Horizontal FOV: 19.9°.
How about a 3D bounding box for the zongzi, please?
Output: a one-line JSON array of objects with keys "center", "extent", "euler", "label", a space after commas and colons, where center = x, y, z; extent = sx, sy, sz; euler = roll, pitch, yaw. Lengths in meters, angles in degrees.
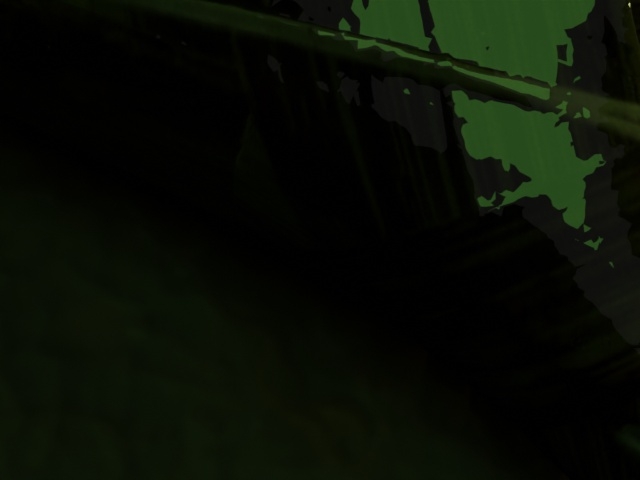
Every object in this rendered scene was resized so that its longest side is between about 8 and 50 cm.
[{"center": [0.000, 0.000, 0.390], "extent": [0.187, 0.084, 0.184], "euler": [-3, 76, 7], "label": "zongzi"}]
